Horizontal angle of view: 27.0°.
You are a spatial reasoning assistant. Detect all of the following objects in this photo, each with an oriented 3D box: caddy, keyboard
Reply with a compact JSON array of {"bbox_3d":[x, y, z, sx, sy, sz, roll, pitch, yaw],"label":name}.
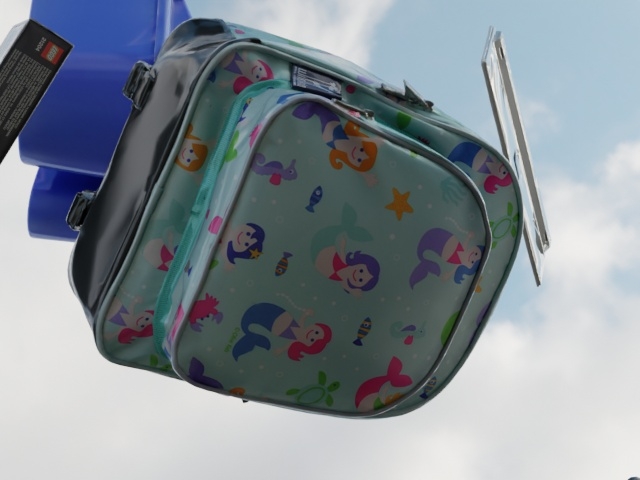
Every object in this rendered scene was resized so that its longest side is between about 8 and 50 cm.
[{"bbox_3d":[-0.191,-0.146,1.321,0.179,0.341,0.241,3,-38,-6],"label":"caddy"},{"bbox_3d":[0.186,-0.076,1.264,0.014,0.072,0.256,-3,-54,25],"label":"keyboard"}]

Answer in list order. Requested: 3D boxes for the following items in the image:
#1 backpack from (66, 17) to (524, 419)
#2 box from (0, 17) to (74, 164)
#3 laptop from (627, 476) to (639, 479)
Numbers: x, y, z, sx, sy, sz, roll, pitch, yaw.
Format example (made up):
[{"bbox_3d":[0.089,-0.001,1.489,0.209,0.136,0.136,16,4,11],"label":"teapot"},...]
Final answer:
[{"bbox_3d":[0.000,0.000,0.828,0.254,0.191,0.225,19,-79,-32],"label":"backpack"},{"bbox_3d":[-0.249,-0.058,0.936,0.036,0.114,0.207,32,-96,-19],"label":"box"},{"bbox_3d":[0.364,0.365,0.731,0.382,0.408,0.236,23,-86,-18],"label":"laptop"}]
